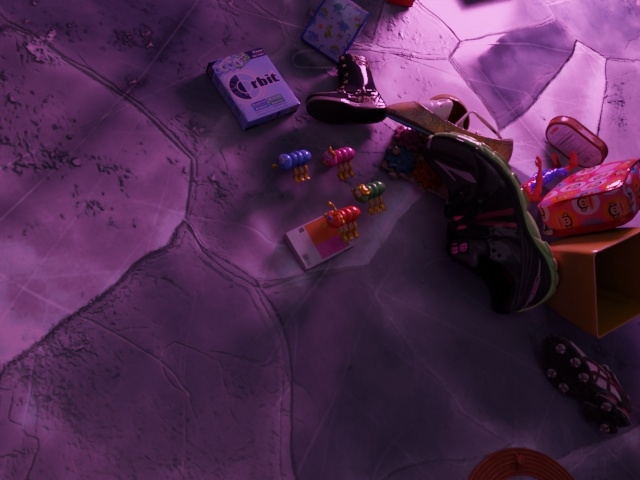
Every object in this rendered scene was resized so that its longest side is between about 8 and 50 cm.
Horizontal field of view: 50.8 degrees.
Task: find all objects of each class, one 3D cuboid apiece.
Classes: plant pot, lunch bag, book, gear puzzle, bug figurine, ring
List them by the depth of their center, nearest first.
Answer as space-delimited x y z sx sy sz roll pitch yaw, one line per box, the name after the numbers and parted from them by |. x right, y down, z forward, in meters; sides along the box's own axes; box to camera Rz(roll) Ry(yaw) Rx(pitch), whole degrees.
0.445 0.603 1.405 0.337 0.032 0.336 10 62 -19 | ring
0.000 0.000 1.527 0.144 0.035 0.096 -25 79 -30 | book
0.031 -0.135 1.553 0.216 0.072 0.279 -24 63 -34 | bug figurine
0.651 0.082 1.631 0.212 0.187 0.212 -20 110 -29 | plant pot
0.327 -0.176 1.715 0.339 0.044 0.175 27 55 -2 | gear puzzle
0.688 -0.110 1.736 0.293 0.258 0.120 -33 105 -45 | lunch bag
0.326 -0.333 1.781 0.134 0.134 0.095 27 35 -8 | plant pot
0.037 -0.564 1.790 0.129 0.096 0.151 32 87 -4 | lunch bag

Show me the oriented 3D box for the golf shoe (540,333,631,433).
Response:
0.626 0.323 1.593 0.273 0.105 0.120 52 42 2 | golf shoe

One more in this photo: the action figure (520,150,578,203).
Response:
0.575 -0.193 1.806 0.280 0.091 0.139 -38 111 -32 | action figure

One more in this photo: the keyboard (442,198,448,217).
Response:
0.360 -0.079 1.718 0.108 0.023 0.180 14 60 -15 | keyboard

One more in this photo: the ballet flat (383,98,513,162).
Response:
0.330 -0.288 1.693 0.349 0.123 0.123 26 58 -7 | ballet flat

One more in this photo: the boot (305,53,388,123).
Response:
0.052 -0.389 1.713 0.236 0.085 0.178 -1 63 -29 | boot

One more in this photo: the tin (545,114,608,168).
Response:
0.727 -0.278 1.917 0.190 0.106 0.040 38 57 0 | tin

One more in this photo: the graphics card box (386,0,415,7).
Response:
0.247 -0.903 1.962 0.094 0.233 0.370 3 65 -20 | graphics card box

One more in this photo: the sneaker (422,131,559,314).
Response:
0.379 -0.041 1.587 0.202 0.185 0.482 -31 89 -19 | sneaker

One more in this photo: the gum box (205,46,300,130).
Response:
-0.164 -0.372 1.640 0.157 0.041 0.184 -26 76 -30 | gum box
